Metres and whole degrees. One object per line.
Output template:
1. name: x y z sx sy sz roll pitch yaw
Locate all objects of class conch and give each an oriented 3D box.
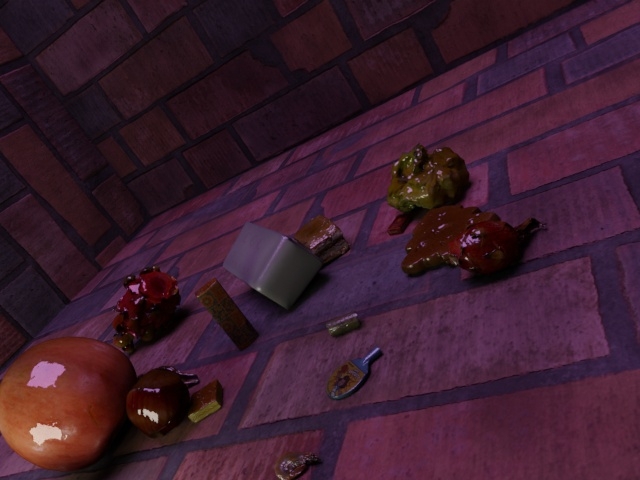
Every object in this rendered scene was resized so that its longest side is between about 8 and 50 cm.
1. conch: -0.466 0.420 1.641 0.233 0.086 0.080 -18 -17 5

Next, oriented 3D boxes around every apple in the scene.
1. apple: -0.693 0.435 1.509 0.364 0.364 0.364 -29 22 12

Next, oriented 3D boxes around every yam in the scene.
1. yam: 0.060 0.209 1.390 0.094 0.043 0.043 -24 23 19

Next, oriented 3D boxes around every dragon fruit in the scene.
1. dragon fruit: -0.664 0.253 2.064 0.227 0.243 0.307 34 58 26
2. dragon fruit: 0.408 0.000 1.260 0.246 0.125 0.125 -20 47 -21

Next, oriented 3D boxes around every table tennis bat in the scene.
1. table tennis bat: 0.075 0.292 1.222 0.155 0.019 0.100 -39 21 -9

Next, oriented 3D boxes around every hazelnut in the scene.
1. hazelnut: -0.419 0.421 1.452 0.170 0.160 0.201 -51 -9 -4

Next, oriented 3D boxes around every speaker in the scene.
1. speaker: -0.168 0.076 1.788 0.184 0.183 0.406 -57 25 -7

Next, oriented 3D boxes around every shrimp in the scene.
1. shrimp: -0.047 0.440 1.073 0.108 0.023 0.059 -17 36 36

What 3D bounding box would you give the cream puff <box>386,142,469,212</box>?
1. cream puff: 0.315 -0.202 1.706 0.282 0.185 0.282 -23 20 9

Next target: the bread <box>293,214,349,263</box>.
1. bread: 0.000 0.000 1.844 0.138 0.102 0.196 -39 24 -4

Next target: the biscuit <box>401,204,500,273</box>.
1. biscuit: 0.339 -0.021 1.486 0.278 0.043 0.301 -29 20 16

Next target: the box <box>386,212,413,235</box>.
1. box: 0.246 -0.051 1.710 0.051 0.023 0.082 -9 32 44

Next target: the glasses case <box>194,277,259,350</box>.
1. glasses case: -0.269 0.216 1.596 0.075 0.218 0.049 -37 22 -10

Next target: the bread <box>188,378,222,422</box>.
1. bread: -0.302 0.422 1.451 0.090 0.035 0.094 -32 22 4
